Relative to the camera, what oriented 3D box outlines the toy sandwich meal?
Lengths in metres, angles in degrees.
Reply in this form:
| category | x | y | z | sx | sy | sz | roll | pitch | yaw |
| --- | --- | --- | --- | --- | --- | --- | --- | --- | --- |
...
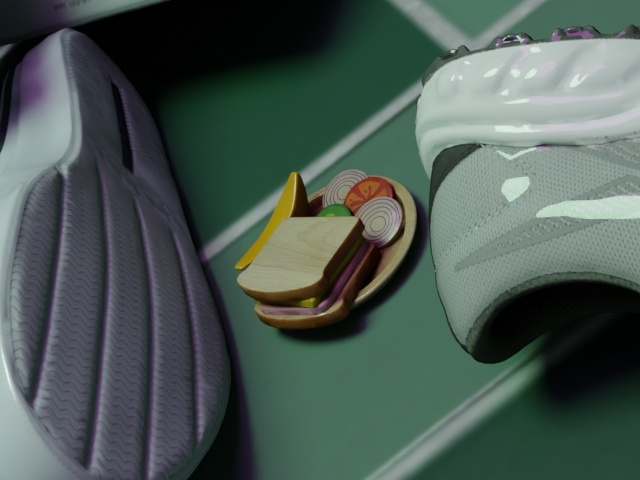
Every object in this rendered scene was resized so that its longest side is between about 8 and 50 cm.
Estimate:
| category | x | y | z | sx | sy | sz | roll | pitch | yaw |
| --- | --- | --- | --- | --- | --- | --- | --- | --- | --- |
| toy sandwich meal | 0.000 | 0.000 | 0.562 | 0.086 | 0.029 | 0.085 | -22 | 40 | 20 |

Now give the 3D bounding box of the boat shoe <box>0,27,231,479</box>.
| category | x | y | z | sx | sy | sz | roll | pitch | yaw |
| --- | --- | --- | --- | --- | --- | --- | --- | --- | --- |
| boat shoe | -0.122 | 0.025 | 0.586 | 0.119 | 0.121 | 0.335 | -38 | 26 | 12 |

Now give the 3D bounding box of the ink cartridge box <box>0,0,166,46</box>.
| category | x | y | z | sx | sy | sz | roll | pitch | yaw |
| --- | --- | --- | --- | --- | --- | --- | --- | --- | --- |
| ink cartridge box | -0.102 | -0.174 | 0.789 | 0.275 | 0.060 | 0.239 | -7 | 18 | 35 |

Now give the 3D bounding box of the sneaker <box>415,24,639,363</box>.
| category | x | y | z | sx | sy | sz | roll | pitch | yaw |
| --- | --- | --- | --- | --- | --- | --- | --- | --- | --- |
| sneaker | 0.157 | -0.014 | 0.412 | 0.272 | 0.100 | 0.108 | -7 | 72 | 30 |
